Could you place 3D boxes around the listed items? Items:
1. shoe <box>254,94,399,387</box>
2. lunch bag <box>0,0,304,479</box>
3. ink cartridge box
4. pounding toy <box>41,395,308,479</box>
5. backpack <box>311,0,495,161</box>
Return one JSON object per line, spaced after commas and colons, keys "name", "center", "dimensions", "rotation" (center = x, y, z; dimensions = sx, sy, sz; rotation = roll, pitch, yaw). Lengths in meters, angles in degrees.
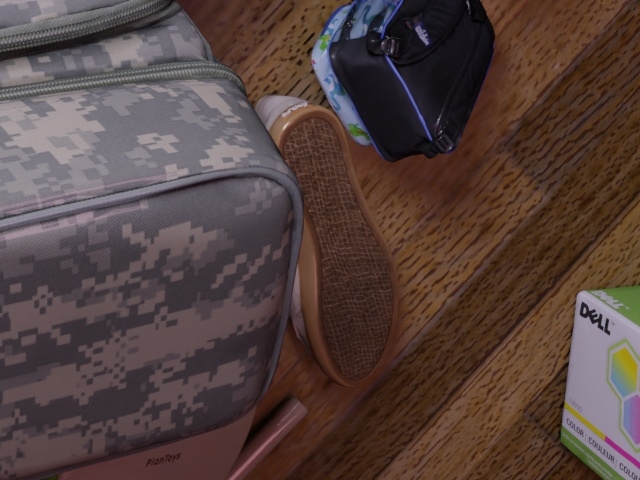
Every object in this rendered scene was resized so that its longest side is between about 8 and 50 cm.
{"name": "shoe", "center": [0.000, 0.000, 0.975], "dimensions": [0.076, 0.058, 0.219], "rotation": [-29, 123, -26]}
{"name": "lunch bag", "center": [-0.192, -0.026, 0.761], "dimensions": [0.305, 0.256, 0.213], "rotation": [-13, 138, -21]}
{"name": "ink cartridge box", "center": [0.271, 0.064, 1.048], "dimensions": [0.097, 0.189, 0.255], "rotation": [-5, 111, -22]}
{"name": "pounding toy", "center": [-0.129, 0.119, 0.949], "dimensions": [0.183, 0.110, 0.237], "rotation": [-55, 152, -10]}
{"name": "backpack", "center": [0.053, -0.119, 0.924], "dimensions": [0.105, 0.084, 0.114], "rotation": [56, 48, -33]}
